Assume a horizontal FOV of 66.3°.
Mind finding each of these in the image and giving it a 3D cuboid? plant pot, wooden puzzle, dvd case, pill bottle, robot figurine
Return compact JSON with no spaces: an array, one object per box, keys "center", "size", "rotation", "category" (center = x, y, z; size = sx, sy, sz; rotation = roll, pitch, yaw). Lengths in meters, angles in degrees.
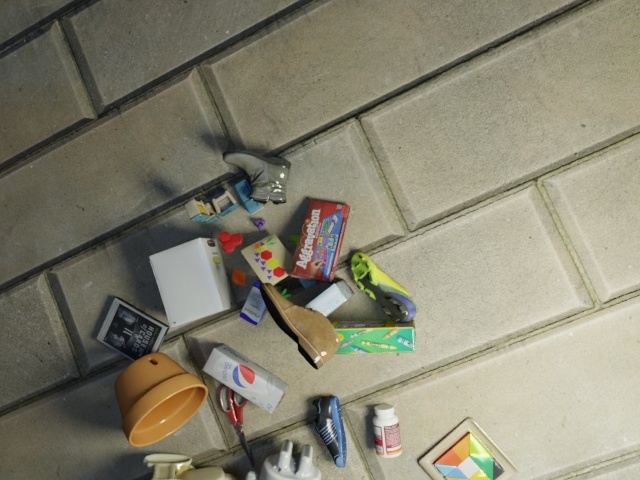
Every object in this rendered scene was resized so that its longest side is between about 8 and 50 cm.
[{"center":[-0.564,0.524,1.674],"size":[0.203,0.291,0.291],"rotation":[44,97,25],"category":"plant pot"},{"center":[0.473,0.727,1.572],"size":[0.239,0.044,0.221],"rotation":[-44,82,8],"category":"wooden puzzle"},{"center":[-0.696,0.343,1.816],"size":[0.239,0.029,0.179],"rotation":[27,94,11],"category":"dvd case"},{"center":[0.217,0.621,1.603],"size":[0.086,0.086,0.152],"rotation":[-6,88,11],"category":"pill bottle"},{"center":[-0.115,0.848,1.605],"size":[0.300,0.200,0.353],"rotation":[12,91,5],"category":"robot figurine"}]

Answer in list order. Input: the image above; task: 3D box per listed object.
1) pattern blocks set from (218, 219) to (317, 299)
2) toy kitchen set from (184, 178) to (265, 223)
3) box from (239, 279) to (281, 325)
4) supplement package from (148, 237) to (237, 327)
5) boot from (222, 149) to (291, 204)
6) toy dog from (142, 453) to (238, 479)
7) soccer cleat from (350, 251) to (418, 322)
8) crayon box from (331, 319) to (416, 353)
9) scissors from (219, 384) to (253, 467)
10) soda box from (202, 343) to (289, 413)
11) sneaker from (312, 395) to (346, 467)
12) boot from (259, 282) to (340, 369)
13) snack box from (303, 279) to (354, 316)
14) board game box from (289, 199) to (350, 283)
[{"center":[-0.171,0.064,1.650],"size":[0.285,0.026,0.325],"rotation":[-21,60,-18],"category":"pattern blocks set"},{"center":[-0.326,-0.117,1.682],"size":[0.207,0.166,0.122],"rotation":[-31,83,9],"category":"toy kitchen set"},{"center":[-0.203,0.207,1.672],"size":[0.072,0.126,0.137],"rotation":[25,93,9],"category":"box"},{"center":[-0.441,0.144,1.711],"size":[0.204,0.145,0.261],"rotation":[-19,86,10],"category":"supplement package"},{"center":[-0.226,-0.213,1.678],"size":[0.247,0.083,0.161],"rotation":[11,82,-4],"category":"boot"},{"center":[-0.475,0.977,1.666],"size":[0.395,0.284,0.407],"rotation":[9,89,-25],"category":"toy dog"},{"center":[0.207,0.152,1.617],"size":[0.289,0.121,0.093],"rotation":[50,123,26],"category":"soccer cleat"},{"center":[0.165,0.308,1.579],"size":[0.278,0.165,0.081],"rotation":[-4,89,11],"category":"crayon box"},{"center":[-0.297,0.658,1.739],"size":[0.109,0.021,0.297],"rotation":[-6,89,8],"category":"scissors"},{"center":[-0.256,0.473,1.692],"size":[0.286,0.098,0.091],"rotation":[30,94,11],"category":"soda box"},{"center":[0.030,0.643,1.646],"size":[0.090,0.081,0.232],"rotation":[-11,80,13],"category":"sneaker"},{"center":[-0.066,0.231,1.466],"size":[0.115,0.112,0.305],"rotation":[-37,77,-20],"category":"boot"},{"center":[0.013,0.208,1.589],"size":[0.174,0.207,0.070],"rotation":[-38,82,9],"category":"snack box"},{"center":[0.000,0.000,1.632],"size":[0.145,0.027,0.281],"rotation":[9,67,12],"category":"board game box"}]
